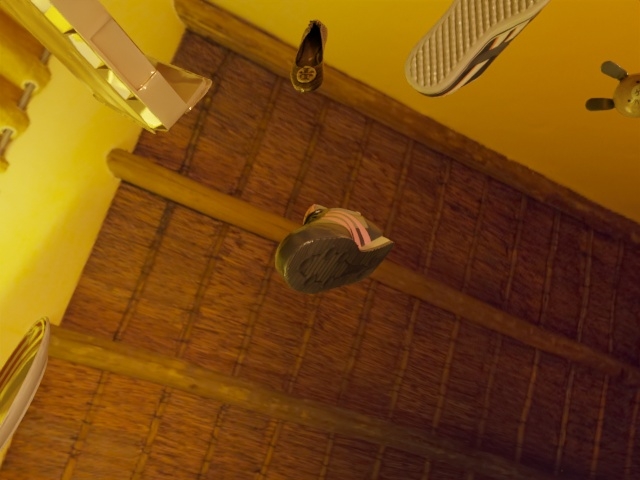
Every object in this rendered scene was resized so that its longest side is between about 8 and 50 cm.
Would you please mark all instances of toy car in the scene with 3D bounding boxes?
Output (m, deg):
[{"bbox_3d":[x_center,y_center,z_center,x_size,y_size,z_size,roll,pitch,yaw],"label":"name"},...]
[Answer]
[{"bbox_3d":[0.639,-0.288,1.109,0.188,0.149,0.155,25,-74,23],"label":"toy car"}]

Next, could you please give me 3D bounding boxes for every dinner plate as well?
[{"bbox_3d":[-0.234,0.122,0.412,0.141,0.017,0.141,-40,-150,29],"label":"dinner plate"}]

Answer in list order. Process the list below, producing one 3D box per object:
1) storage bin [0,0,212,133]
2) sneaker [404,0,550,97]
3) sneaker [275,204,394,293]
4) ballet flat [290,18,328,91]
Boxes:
[{"bbox_3d":[-0.326,-0.308,0.813,0.260,0.262,0.123,30,-104,39],"label":"storage bin"},{"bbox_3d":[0.281,-0.379,0.962,0.321,0.127,0.126,-40,-99,18],"label":"sneaker"},{"bbox_3d":[0.000,0.000,0.860,0.131,0.319,0.112,44,-75,20],"label":"sneaker"},{"bbox_3d":[-0.022,-0.451,1.341,0.084,0.058,0.249,7,-125,6],"label":"ballet flat"}]
